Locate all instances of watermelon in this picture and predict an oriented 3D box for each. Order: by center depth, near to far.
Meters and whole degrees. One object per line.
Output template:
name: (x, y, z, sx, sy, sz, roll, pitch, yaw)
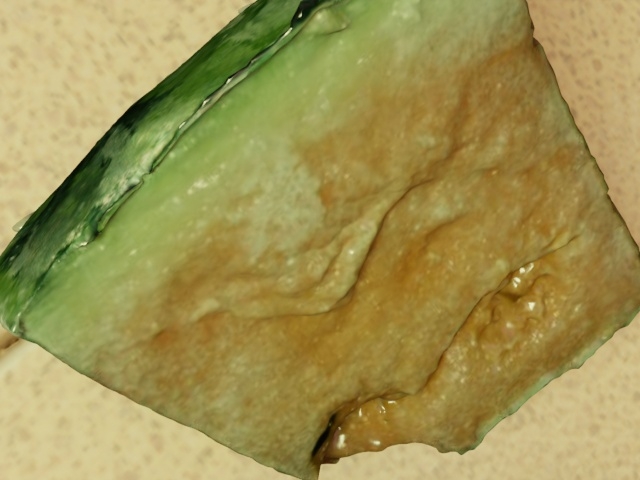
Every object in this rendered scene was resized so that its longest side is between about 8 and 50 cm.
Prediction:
watermelon: (-0.010, -0.011, 0.654, 0.264, 0.151, 0.302, -42, 136, -2)

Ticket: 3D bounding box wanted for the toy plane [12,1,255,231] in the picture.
toy plane: (-0.043, -0.042, 0.737, 0.234, 0.082, 0.160, -26, 116, -29)
